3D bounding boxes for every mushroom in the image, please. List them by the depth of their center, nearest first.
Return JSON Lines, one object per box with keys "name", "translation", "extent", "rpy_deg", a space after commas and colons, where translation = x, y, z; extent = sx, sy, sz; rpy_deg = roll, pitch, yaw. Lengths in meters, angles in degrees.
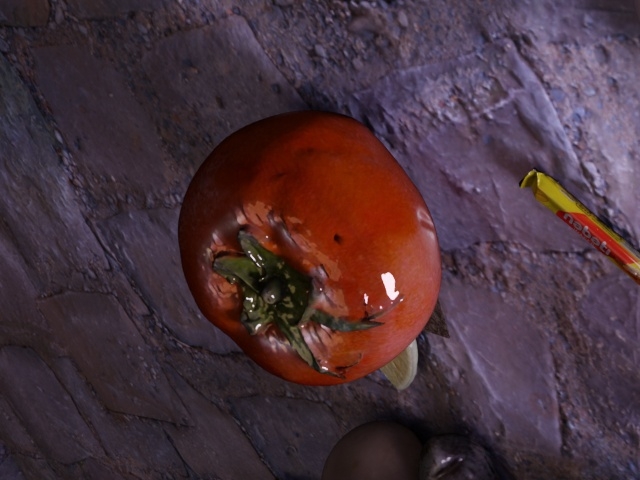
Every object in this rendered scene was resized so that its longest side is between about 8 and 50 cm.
{"name": "mushroom", "translation": [0.105, 0.376, 2.058], "extent": [0.204, 0.204, 0.204], "rpy_deg": [31, 144, 26]}

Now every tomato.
{"name": "tomato", "translation": [0.000, 0.000, 1.691], "extent": [0.341, 0.273, 0.341], "rpy_deg": [18, 128, 25]}

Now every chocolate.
{"name": "chocolate", "translation": [0.225, 0.377, 1.961], "extent": [0.110, 0.110, 0.248], "rpy_deg": [-10, 116, 54]}

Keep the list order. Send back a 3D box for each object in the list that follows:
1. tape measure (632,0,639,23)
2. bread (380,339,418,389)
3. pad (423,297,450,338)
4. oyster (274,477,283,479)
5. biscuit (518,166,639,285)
{"name": "tape measure", "translation": [0.370, -0.184, 1.170], "extent": [0.197, 0.120, 0.236], "rpy_deg": [10, 136, 53]}
{"name": "bread", "translation": [0.080, 0.111, 1.912], "extent": [0.193, 0.036, 0.112], "rpy_deg": [48, 144, 8]}
{"name": "pad", "translation": [0.073, 0.048, 1.890], "extent": [0.235, 0.003, 0.158], "rpy_deg": [14, 134, 43]}
{"name": "oyster", "translation": [-0.045, 0.466, 2.429], "extent": [0.105, 0.056, 0.177], "rpy_deg": [34, 148, 3]}
{"name": "biscuit", "translation": [0.338, 0.019, 1.516], "extent": [0.292, 0.026, 0.048], "rpy_deg": [42, 167, 11]}
